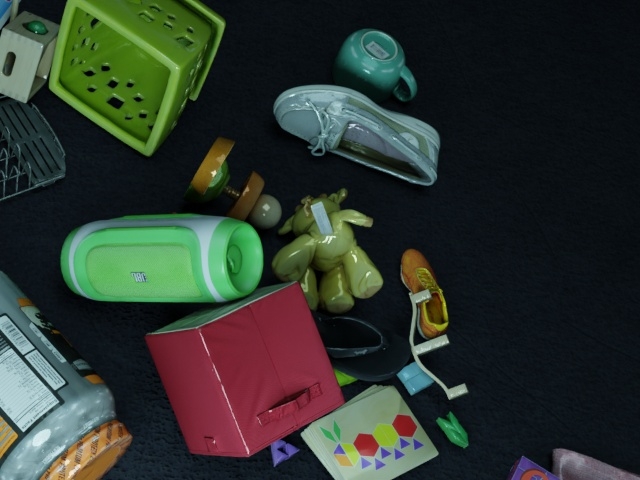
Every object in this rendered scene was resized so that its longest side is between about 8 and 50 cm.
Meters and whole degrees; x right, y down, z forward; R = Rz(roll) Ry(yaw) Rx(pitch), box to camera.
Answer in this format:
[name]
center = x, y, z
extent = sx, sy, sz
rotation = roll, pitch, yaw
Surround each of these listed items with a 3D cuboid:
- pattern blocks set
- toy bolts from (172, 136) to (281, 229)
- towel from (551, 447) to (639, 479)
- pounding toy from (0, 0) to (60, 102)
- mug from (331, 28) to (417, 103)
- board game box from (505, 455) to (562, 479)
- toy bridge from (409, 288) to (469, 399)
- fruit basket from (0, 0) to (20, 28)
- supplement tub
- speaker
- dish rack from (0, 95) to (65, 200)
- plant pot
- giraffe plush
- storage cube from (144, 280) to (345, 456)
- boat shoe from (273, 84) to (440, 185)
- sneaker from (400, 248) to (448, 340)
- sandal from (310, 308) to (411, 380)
[pattern blocks set]
center = 0.076, 0.315, 1.749
extent = 0.325, 0.026, 0.285
rotation = -12, 61, -27
[toy bolts]
center = -0.151, -0.033, 1.806
extent = 0.158, 0.218, 0.228
rotation = 31, 71, -6
[towel]
center = 0.462, 0.506, 1.764
extent = 0.237, 0.037, 0.329
rotation = 19, 54, -7
[pounding toy]
center = -0.501, -0.330, 1.878
extent = 0.100, 0.141, 0.130
rotation = 22, 27, -6
[mug]
center = 0.109, -0.339, 2.147
extent = 0.158, 0.097, 0.129
rotation = 3, 57, -18
[board game box]
center = 0.410, 0.505, 1.703
extent = 0.347, 0.056, 0.208
rotation = 31, 52, 4
[toy bridge]
center = 0.180, 0.172, 1.838
extent = 0.063, 0.026, 0.188
rotation = -22, 76, 7
[fruit basket]
center = -0.701, -0.375, 1.819
extent = 0.327, 0.165, 0.353
rotation = 23, 44, -4
[supplement tub]
center = -0.418, 0.207, 1.542
extent = 0.316, 0.193, 0.193
rotation = 46, 55, 11
[speaker]
center = -0.238, 0.029, 1.673
extent = 0.297, 0.131, 0.131
rotation = -1, 48, 28
[dish rack]
center = -0.552, -0.145, 1.797
extent = 0.272, 0.074, 0.208
rotation = -24, 70, -31
[plant pot]
center = -0.301, -0.322, 1.916
extent = 0.227, 0.228, 0.207
rotation = 34, 46, 4
[giraffe plush]
center = 0.000, 0.000, 1.864
extent = 0.181, 0.210, 0.170
rotation = -5, 25, -7
[storage cube]
center = -0.113, 0.186, 1.627
extent = 0.184, 0.215, 0.193
rotation = -24, 97, -32
[boat shoe]
center = 0.068, -0.188, 2.026
extent = 0.320, 0.118, 0.103
rotation = 19, 49, -16
[sneaker]
center = 0.185, 0.085, 1.918
extent = 0.064, 0.067, 0.175
rotation = -6, 59, -21
[sandal]
center = 0.031, 0.157, 1.786
extent = 0.255, 0.054, 0.097
rotation = 17, 53, -16
